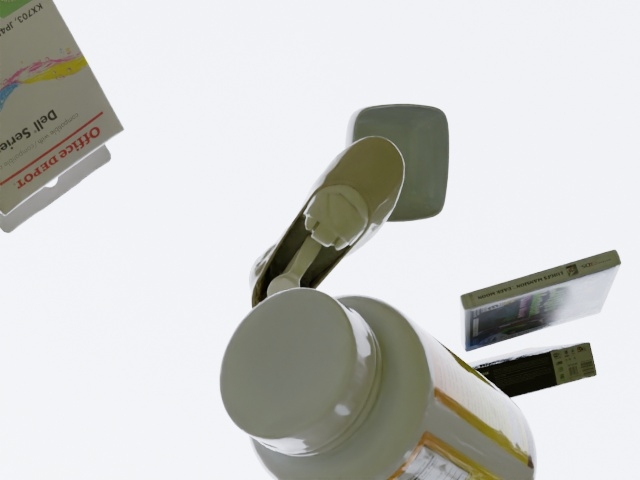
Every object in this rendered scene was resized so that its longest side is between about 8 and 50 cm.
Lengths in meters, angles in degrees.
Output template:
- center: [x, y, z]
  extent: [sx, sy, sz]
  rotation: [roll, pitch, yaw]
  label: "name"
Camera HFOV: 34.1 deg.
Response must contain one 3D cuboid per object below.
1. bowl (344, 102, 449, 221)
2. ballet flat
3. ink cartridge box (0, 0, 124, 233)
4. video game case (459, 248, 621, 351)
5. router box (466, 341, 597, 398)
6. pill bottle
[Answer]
- center: [0.086, -0.095, 1.262]
  extent: [0.142, 0.053, 0.142]
  rotation: [-3, -80, -29]
  label: "bowl"
- center: [0.000, 0.000, 1.070]
  extent: [0.086, 0.248, 0.086]
  rotation: [25, -144, -19]
  label: "ballet flat"
- center: [-0.399, -0.181, 1.342]
  extent: [0.207, 0.353, 0.119]
  rotation: [-41, -144, -21]
  label: "ink cartridge box"
- center: [0.243, 0.073, 1.178]
  extent: [0.173, 0.190, 0.022]
  rotation: [-17, -112, 2]
  label: "video game case"
- center: [0.221, 0.164, 1.264]
  extent: [0.178, 0.133, 0.046]
  rotation: [-9, -95, -26]
  label: "router box"
- center: [0.037, 0.107, 0.612]
  extent: [0.117, 0.215, 0.117]
  rotation: [-17, -124, 27]
  label: "pill bottle"
